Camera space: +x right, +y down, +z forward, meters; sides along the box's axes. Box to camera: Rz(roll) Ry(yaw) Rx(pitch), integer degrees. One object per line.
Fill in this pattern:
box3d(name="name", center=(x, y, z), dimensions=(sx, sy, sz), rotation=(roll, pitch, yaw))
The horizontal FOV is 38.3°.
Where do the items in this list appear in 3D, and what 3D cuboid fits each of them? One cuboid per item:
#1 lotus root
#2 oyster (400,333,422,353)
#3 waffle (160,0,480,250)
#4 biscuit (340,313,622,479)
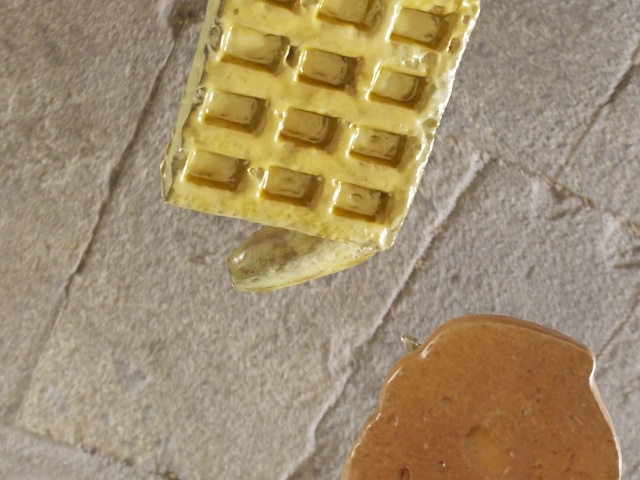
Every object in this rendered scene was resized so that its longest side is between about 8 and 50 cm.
box3d(name="lotus root", center=(0.000, 0.000, 1.162), dimensions=(0.258, 0.110, 0.097), rotation=(-27, 75, -16))
box3d(name="oyster", center=(0.157, 0.180, 1.422), dimensions=(0.034, 0.051, 0.093), rotation=(-30, 79, -17))
box3d(name="waffle", center=(-0.001, -0.127, 0.785), dimensions=(0.221, 0.055, 0.248), rotation=(12, 109, -22))
box3d(name="biscuit", center=(0.222, 0.314, 1.325), dimensions=(0.349, 0.078, 0.455), rotation=(41, 95, 0))
